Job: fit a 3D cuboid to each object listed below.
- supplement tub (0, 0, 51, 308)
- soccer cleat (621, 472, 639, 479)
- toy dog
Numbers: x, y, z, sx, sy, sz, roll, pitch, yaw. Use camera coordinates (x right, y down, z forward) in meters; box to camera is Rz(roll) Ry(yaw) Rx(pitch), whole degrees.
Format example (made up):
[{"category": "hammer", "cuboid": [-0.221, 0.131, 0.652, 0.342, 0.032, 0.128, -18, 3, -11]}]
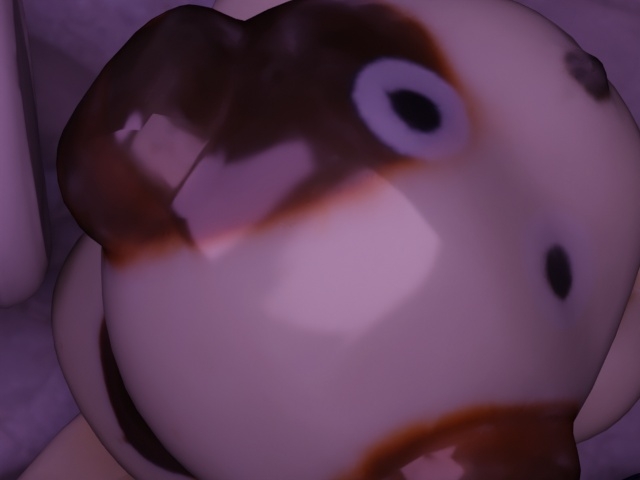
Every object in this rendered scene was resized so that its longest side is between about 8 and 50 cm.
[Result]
[{"category": "supplement tub", "cuboid": [-0.276, -0.047, 0.814, 0.272, 0.191, 0.191, -7, 89, -6]}, {"category": "soccer cleat", "cuboid": [0.237, 0.254, 0.895, 0.093, 0.121, 0.289, -32, 92, -7]}, {"category": "toy dog", "cuboid": [0.000, 0.000, 0.734, 0.395, 0.408, 0.284, -28, 91, -7]}]
